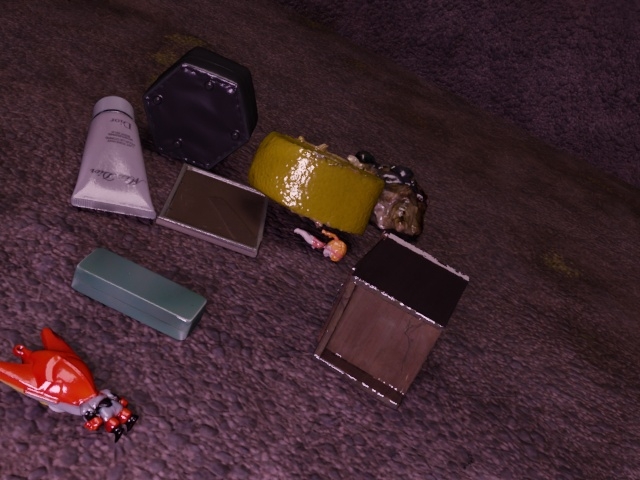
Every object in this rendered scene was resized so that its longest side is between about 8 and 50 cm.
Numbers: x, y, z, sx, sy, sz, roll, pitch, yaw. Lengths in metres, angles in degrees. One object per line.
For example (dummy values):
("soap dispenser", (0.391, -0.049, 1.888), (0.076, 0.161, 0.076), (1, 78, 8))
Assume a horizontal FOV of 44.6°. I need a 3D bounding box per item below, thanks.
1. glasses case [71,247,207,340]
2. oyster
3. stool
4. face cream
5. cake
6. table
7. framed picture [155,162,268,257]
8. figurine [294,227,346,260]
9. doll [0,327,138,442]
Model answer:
("glasses case", (-0.261, 0.076, 1.132), (0.184, 0.039, 0.078), (26, 27, 2))
("oyster", (0.152, -0.119, 1.798), (0.221, 0.096, 0.361), (19, 23, 3))
("stool", (-0.242, -0.268, 1.599), (0.232, 0.232, 0.141), (21, 28, -8))
("face cream", (-0.378, -0.148, 1.424), (0.143, 0.089, 0.314), (11, 40, -24))
("cake", (-0.005, -0.111, 1.517), (0.260, 0.156, 0.179), (18, 5, -36))
("table", (0.106, 0.117, 1.225), (0.172, 0.169, 0.193), (29, 28, 10))
("framed picture", (-0.193, -0.066, 1.474), (0.189, 0.023, 0.260), (20, 27, -9))
("figurine", (0.000, 0.000, 1.496), (0.109, 0.047, 0.064), (27, 2, 19))
("doll", (-0.292, 0.170, 0.912), (0.169, 0.057, 0.109), (29, 24, 10))
